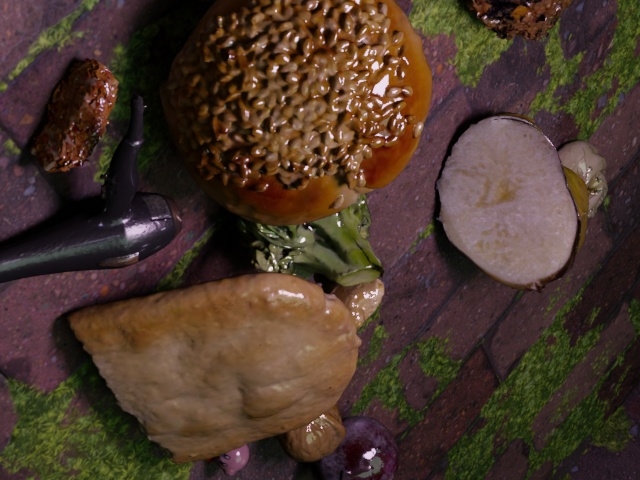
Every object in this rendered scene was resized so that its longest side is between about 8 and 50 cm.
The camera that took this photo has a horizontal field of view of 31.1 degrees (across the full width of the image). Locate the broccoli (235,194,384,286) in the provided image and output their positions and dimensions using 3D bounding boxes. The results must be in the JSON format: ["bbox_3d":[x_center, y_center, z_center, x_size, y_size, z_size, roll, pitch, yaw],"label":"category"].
[{"bbox_3d":[0.000,0.000,1.944,0.288,0.245,0.248,-15,147,-28],"label":"broccoli"}]

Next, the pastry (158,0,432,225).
[{"bbox_3d":[-0.034,-0.209,1.679,0.410,0.245,0.409,-1,110,-2],"label":"pastry"}]

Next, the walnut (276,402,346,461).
[{"bbox_3d":[-0.021,0.368,2.296,0.166,0.149,0.166,11,90,-74],"label":"walnut"}]

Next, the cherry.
[{"bbox_3d":[0.068,0.467,2.446,0.195,0.195,0.195,-29,135,-34],"label":"cherry"}]

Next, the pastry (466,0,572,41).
[{"bbox_3d":[0.397,-0.485,2.126,0.275,0.193,0.275,-31,136,-35],"label":"pastry"}]

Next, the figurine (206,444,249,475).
[{"bbox_3d":[-0.171,0.408,2.210,0.067,0.071,0.083,19,99,-54],"label":"figurine"}]

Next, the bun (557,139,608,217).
[{"bbox_3d":[0.602,-0.118,2.692,0.210,0.116,0.237,-52,141,-10],"label":"bun"}]

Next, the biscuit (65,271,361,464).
[{"bbox_3d":[-0.148,0.222,1.924,0.446,0.104,0.429,-13,134,-2],"label":"biscuit"}]

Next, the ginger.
[{"bbox_3d":[0.040,0.060,2.065,0.131,0.294,0.086,-39,116,14],"label":"ginger"}]

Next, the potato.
[{"bbox_3d":[0.424,-0.101,2.456,0.397,0.290,0.296,62,26,-10],"label":"potato"}]

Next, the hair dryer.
[{"bbox_3d":[-0.316,-0.076,1.601,0.304,0.120,0.359,-13,147,-30],"label":"hair dryer"}]

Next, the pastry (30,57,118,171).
[{"bbox_3d":[-0.335,-0.168,1.603,0.169,0.087,0.063,-61,157,5],"label":"pastry"}]
